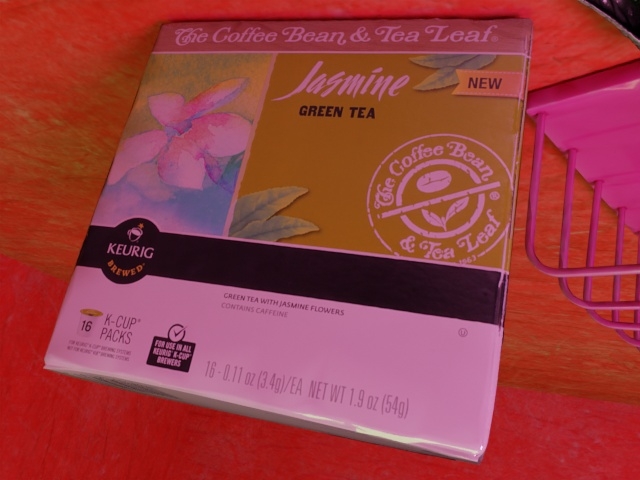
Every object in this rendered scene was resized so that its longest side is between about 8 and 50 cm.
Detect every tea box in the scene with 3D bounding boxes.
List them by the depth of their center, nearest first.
[{"bbox_3d":[0.000,0.000,0.518,0.328,0.324,0.220,5,160,17],"label":"tea box"}]

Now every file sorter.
[{"bbox_3d":[0.335,-0.005,0.506,0.202,0.183,0.290,-8,152,45],"label":"file sorter"}]

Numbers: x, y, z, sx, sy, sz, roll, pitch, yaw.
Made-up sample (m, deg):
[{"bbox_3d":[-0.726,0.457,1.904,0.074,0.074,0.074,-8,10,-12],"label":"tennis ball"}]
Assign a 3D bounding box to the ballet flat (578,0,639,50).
[{"bbox_3d":[0.186,-0.164,0.362,0.173,0.049,0.057,19,158,-17],"label":"ballet flat"}]
